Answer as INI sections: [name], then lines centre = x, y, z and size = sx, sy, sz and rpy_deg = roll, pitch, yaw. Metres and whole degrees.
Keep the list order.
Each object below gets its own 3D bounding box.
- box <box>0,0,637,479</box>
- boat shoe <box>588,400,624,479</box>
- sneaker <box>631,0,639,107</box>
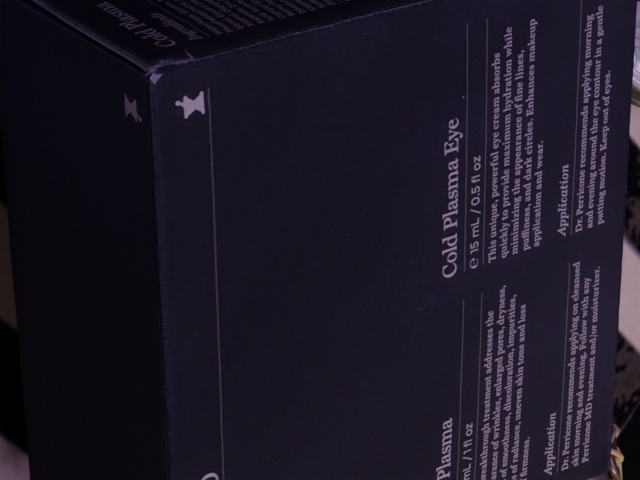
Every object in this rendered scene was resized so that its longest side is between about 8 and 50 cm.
[box]
centre = 0.000, 0.000, 1.127
size = 0.312, 0.179, 0.343
rpy_deg = -17, 120, -32
[boat shoe]
centre = 0.174, 0.173, 1.458
size = 0.116, 0.097, 0.324
rpy_deg = -4, 107, -37
[sneaker]
centre = 0.219, -0.140, 1.421
size = 0.152, 0.054, 0.061
rpy_deg = 36, 79, -39
